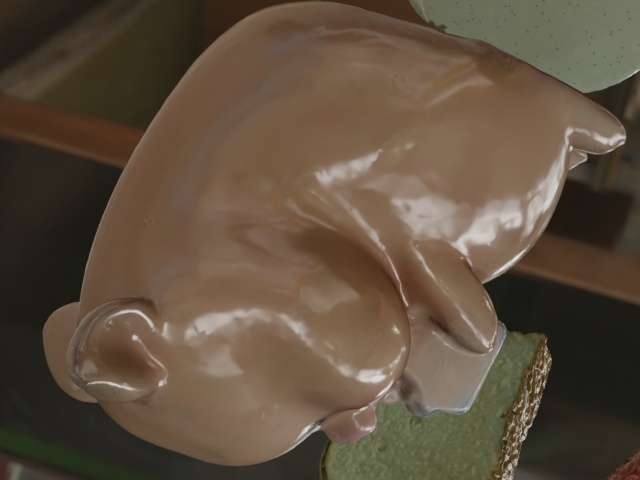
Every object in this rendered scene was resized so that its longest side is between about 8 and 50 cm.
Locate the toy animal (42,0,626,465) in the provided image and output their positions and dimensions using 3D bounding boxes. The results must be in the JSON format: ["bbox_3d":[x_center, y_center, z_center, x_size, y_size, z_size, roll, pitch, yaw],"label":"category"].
[{"bbox_3d":[-0.001,0.004,0.993,0.256,0.213,0.195,-61,-171,-11],"label":"toy animal"}]

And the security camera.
[{"bbox_3d":[0.169,-0.226,1.236,0.236,0.194,0.194,-59,160,-45],"label":"security camera"}]

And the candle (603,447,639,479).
[{"bbox_3d":[0.215,0.180,1.359,0.329,0.048,0.051,-35,-172,-34],"label":"candle"}]

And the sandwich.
[{"bbox_3d":[0.123,0.213,2.107,0.087,0.226,0.251,64,37,-46],"label":"sandwich"}]
